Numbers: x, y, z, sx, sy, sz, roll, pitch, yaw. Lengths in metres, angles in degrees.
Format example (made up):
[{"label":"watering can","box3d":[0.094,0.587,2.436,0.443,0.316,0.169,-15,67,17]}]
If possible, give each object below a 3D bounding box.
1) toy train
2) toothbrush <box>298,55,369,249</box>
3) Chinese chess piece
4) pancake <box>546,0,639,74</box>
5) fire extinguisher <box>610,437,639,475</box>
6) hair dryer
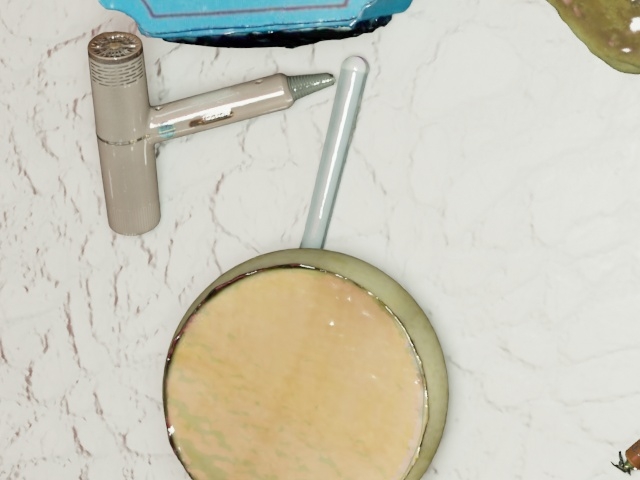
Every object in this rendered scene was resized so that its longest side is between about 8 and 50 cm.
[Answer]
[{"label":"toy train","box3d":[-0.042,-0.300,1.700,0.300,0.188,0.265,-2,98,22]},{"label":"toothbrush","box3d":[-0.002,-0.001,1.771,0.030,0.025,0.342,13,96,14]},{"label":"Chinese chess piece","box3d":[-0.014,0.135,1.718,0.257,0.104,0.257,1,95,13]},{"label":"pancake","box3d":[0.271,-0.258,1.633,0.222,0.042,0.236,-5,98,26]},{"label":"fire extinguisher","box3d":[0.285,0.173,1.666,0.083,0.022,0.028,-44,38,17]},{"label":"hair dryer","box3d":[-0.097,-0.104,1.783,0.220,0.053,0.195,-6,126,-6]}]
